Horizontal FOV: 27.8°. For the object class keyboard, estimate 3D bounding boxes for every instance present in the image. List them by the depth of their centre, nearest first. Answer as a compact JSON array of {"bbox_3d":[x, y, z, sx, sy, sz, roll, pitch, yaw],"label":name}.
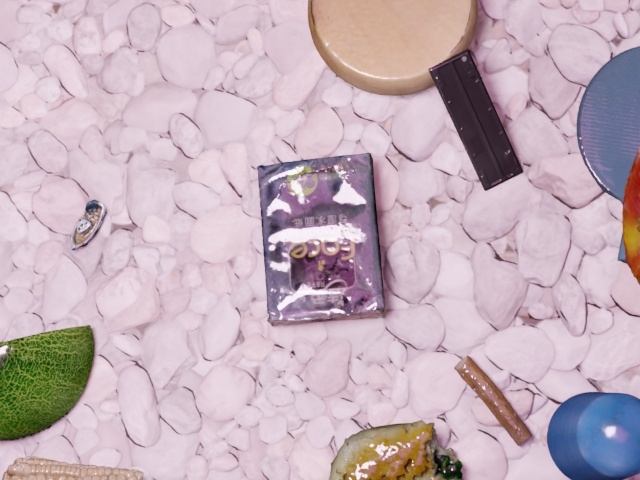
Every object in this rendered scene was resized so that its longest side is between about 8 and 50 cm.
[{"bbox_3d":[0.226,-0.172,1.863,0.067,0.011,0.202,-27,107,2],"label":"keyboard"}]

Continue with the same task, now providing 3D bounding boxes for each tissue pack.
[{"bbox_3d":[0.000,0.000,1.866,0.173,0.073,0.235,-4,80,5],"label":"tissue pack"}]

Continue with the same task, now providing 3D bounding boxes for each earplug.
[{"bbox_3d":[0.376,0.256,1.692,0.132,0.273,0.132,-1,80,4],"label":"earplug"}]

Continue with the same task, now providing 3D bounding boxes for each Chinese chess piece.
[{"bbox_3d":[0.106,-0.336,1.902,0.250,0.097,0.251,-1,81,5],"label":"Chinese chess piece"}]

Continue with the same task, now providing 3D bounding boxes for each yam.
[{"bbox_3d":[0.245,0.226,1.831,0.032,0.032,0.145,-38,81,-2],"label":"yam"}]

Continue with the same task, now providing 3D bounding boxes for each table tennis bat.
[{"bbox_3d":[0.472,-0.125,1.867,0.215,0.044,0.329,9,79,5],"label":"table tennis bat"}]

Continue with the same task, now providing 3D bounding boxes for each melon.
[{"bbox_3d":[-0.448,0.214,1.818,0.265,0.169,0.129,-18,81,3],"label":"melon"}]

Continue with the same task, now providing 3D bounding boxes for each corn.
[{"bbox_3d":[-0.346,0.353,1.836,0.211,0.087,0.087,5,81,-1],"label":"corn"}]

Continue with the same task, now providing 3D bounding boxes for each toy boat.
[{"bbox_3d":[-0.347,-0.021,1.916,0.038,0.038,0.083,26,83,8],"label":"toy boat"}]

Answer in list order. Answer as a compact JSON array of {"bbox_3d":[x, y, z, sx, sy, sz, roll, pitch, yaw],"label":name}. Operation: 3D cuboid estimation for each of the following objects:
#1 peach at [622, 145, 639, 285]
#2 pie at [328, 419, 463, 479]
[{"bbox_3d":[0.606,-0.031,1.696,0.416,0.339,0.353,-9,124,-10],"label":"peach"},{"bbox_3d":[0.143,0.429,1.784,0.371,0.078,0.296,44,88,9],"label":"pie"}]
